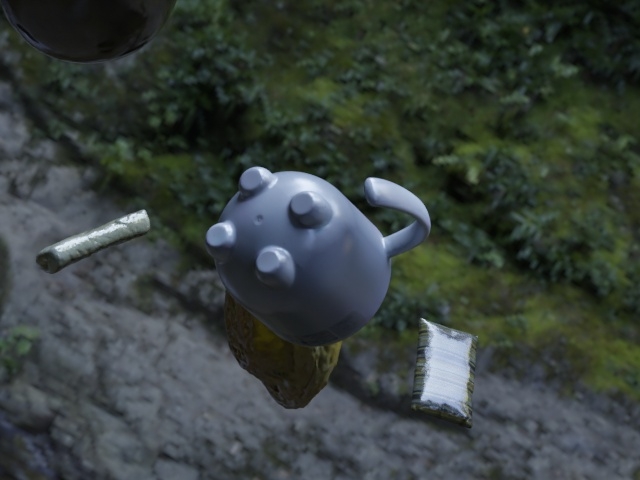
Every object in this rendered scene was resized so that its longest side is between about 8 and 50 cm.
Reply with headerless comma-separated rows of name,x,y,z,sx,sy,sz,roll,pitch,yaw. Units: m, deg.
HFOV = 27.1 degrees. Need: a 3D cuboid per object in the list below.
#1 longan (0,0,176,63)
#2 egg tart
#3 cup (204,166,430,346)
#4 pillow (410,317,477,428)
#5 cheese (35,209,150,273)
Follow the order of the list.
longan,-0.196,-0.244,1.155,0.167,0.187,0.167,16,26,-8
egg tart,-0.080,0.118,2.160,0.128,0.319,0.319,3,26,-27
cup,-0.006,0.011,1.148,0.173,0.134,0.142,9,-18,26
pillow,0.211,0.224,2.258,0.113,0.038,0.203,19,45,-7
cheese,-0.341,0.001,2.007,0.194,0.043,0.065,-27,11,-39
